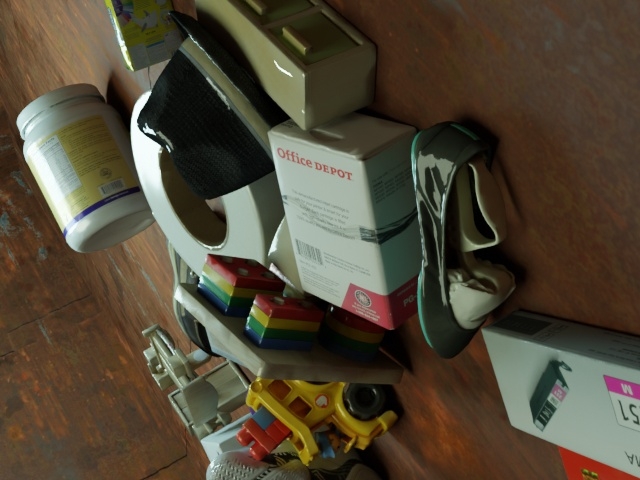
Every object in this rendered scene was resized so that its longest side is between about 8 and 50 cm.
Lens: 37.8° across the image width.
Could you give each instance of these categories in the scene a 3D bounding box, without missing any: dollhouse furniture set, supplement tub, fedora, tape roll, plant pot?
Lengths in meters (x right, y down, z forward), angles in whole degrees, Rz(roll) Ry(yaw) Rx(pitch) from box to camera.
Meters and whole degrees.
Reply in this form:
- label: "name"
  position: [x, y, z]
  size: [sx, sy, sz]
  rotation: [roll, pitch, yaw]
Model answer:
- label: "dollhouse furniture set"
  position: [-0.276, 0.248, 2.061]
  size: [0.303, 0.174, 0.355]
  rotation: [46, 156, 38]
- label: "supplement tub"
  position: [-0.529, -0.165, 2.140]
  size: [0.331, 0.241, 0.241]
  rotation: [61, 158, 9]
- label: "fedora"
  position: [-0.151, -0.154, 1.289]
  size: [0.334, 0.152, 0.334]
  rotation: [49, 178, 2]
- label: "tape roll"
  position: [-0.194, -0.090, 1.615]
  size: [0.392, 0.072, 0.392]
  rotation: [35, 140, 35]
- label: "plant pot"
  position: [0.000, 0.000, 1.323]
  size: [0.109, 0.109, 0.096]
  rotation: [43, 137, 42]

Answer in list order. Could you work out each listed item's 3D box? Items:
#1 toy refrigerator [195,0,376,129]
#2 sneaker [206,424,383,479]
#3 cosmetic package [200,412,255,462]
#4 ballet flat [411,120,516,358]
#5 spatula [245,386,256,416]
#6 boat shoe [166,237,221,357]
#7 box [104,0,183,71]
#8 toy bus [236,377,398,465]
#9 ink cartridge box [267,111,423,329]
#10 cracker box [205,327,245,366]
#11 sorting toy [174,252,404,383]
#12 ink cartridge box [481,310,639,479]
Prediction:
- label: "toy refrigerator"
  position: [-0.050, -0.259, 1.152]
  size: [0.269, 0.102, 0.094]
  rotation: [49, 153, 35]
- label: "sneaker"
  position: [-0.064, 0.374, 1.615]
  size: [0.137, 0.366, 0.210]
  rotation: [-56, 41, 18]
- label: "cosmetic package"
  position: [-0.127, 0.447, 1.964]
  size: [0.151, 0.183, 0.151]
  rotation: [66, 158, -2]
- label: "ballet flat"
  position: [0.152, 0.014, 0.995]
  size: [0.096, 0.095, 0.280]
  rotation: [16, 125, 45]
- label: "spatula"
  position: [-0.086, 0.369, 1.835]
  size: [0.030, 0.084, 0.296]
  rotation: [59, 180, -31]
- label: "boat shoe"
  position: [-0.227, 0.111, 1.904]
  size: [0.130, 0.132, 0.355]
  rotation: [39, 148, 47]
- label: "box"
  position: [-0.304, -0.388, 1.579]
  size: [0.043, 0.105, 0.179]
  rotation: [29, 138, 54]
- label: "toy bus"
  position: [-0.020, 0.277, 1.472]
  size: [0.220, 0.211, 0.149]
  rotation: [40, 157, 8]
- label: "ink cartridge box"
  position: [0.043, -0.033, 1.155]
  size: [0.172, 0.100, 0.237]
  rotation: [22, 134, 44]
- label: "cracker box"
  position: [-0.124, 0.171, 1.686]
  size: [0.155, 0.067, 0.232]
  rotation: [24, 157, 9]
- label: "sorting toy"
  position: [-0.036, 0.105, 1.356]
  size: [0.257, 0.255, 0.089]
  rotation: [33, 108, 49]
- label: "ink cartridge box"
  position: [0.293, 0.203, 0.937]
  size: [0.275, 0.060, 0.239]
  rotation: [9, 121, 64]
